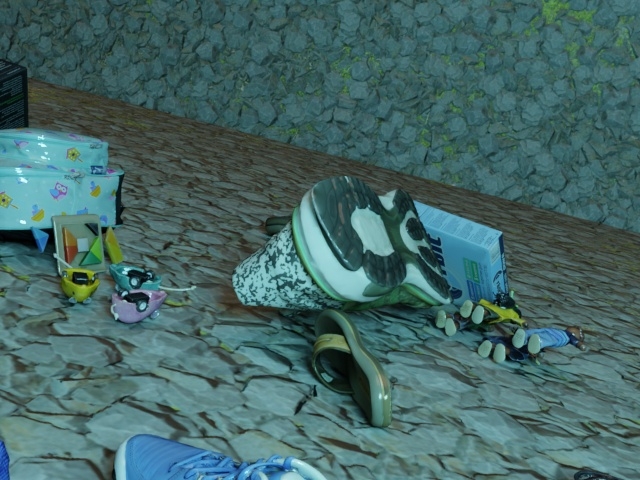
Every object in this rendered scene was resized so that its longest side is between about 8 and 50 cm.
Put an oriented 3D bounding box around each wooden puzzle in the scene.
[{"bbox_3d":[-0.282,0.004,0.899,0.014,0.078,0.116,-11,5,34],"label":"wooden puzzle"}]

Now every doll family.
[{"bbox_3d":[0.247,0.114,0.971,0.111,0.076,0.193,8,19,-41],"label":"doll family"}]

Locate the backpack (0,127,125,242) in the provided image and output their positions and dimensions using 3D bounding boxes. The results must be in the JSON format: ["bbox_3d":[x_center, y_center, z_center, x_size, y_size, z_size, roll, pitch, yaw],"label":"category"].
[{"bbox_3d":[-0.357,-0.068,0.944,0.166,0.144,0.188,9,16,30],"label":"backpack"}]

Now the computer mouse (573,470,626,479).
[{"bbox_3d":[0.278,0.237,0.518,0.184,0.060,0.262,12,1,10],"label":"computer mouse"}]

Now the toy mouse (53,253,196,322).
[{"bbox_3d":[-0.206,0.059,0.824,0.143,0.031,0.161,5,16,-29],"label":"toy mouse"}]

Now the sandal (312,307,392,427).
[{"bbox_3d":[0.019,0.122,0.740,0.049,0.072,0.180,-13,24,-13],"label":"sandal"}]

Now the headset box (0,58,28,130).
[{"bbox_3d":[-0.611,-0.195,1.081,0.283,0.131,0.246,19,33,9],"label":"headset box"}]

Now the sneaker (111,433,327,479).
[{"bbox_3d":[-0.040,0.160,0.459,0.211,0.081,0.080,19,16,29],"label":"sneaker"}]

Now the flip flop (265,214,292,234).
[{"bbox_3d":[0.000,0.000,1.199,0.112,0.080,0.277,-1,4,-34],"label":"flip flop"}]

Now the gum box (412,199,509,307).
[{"bbox_3d":[0.181,0.025,1.105,0.184,0.157,0.041,24,58,36],"label":"gum box"}]

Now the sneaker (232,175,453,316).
[{"bbox_3d":[0.030,0.029,0.923,0.182,0.158,0.410,-24,-18,21],"label":"sneaker"}]

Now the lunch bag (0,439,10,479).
[{"bbox_3d":[-0.248,0.165,0.179,0.293,0.138,0.221,2,18,-9],"label":"lunch bag"}]
